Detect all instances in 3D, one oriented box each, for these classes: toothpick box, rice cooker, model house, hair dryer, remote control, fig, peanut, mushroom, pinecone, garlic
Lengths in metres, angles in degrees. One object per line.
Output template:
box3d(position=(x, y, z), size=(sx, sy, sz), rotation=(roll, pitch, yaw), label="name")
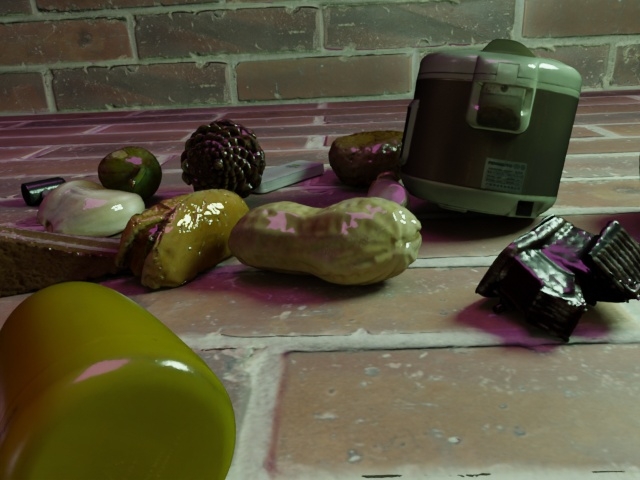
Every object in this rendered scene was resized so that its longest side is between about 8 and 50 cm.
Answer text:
box3d(position=(-0.205, 0.136, 0.514), size=(0.174, 0.175, 0.271), rotation=(-15, 21, -29), label="toothpick box")
box3d(position=(0.327, -0.226, 1.122), size=(0.334, 0.326, 0.335), rotation=(8, 12, -2), label="rice cooker")
box3d(position=(0.335, 0.055, 0.769), size=(0.203, 0.141, 0.164), rotation=(-33, 53, -17), label="model house")
box3d(position=(-0.645, -0.102, 1.389), size=(0.100, 0.057, 0.197), rotation=(-21, 36, -40), label="hair dryer")
box3d(position=(-0.102, -0.174, 1.514), size=(0.103, 0.034, 0.250), rotation=(14, 27, 37), label="remote control")
box3d(position=(-0.434, -0.155, 1.324), size=(0.149, 0.149, 0.245), rotation=(-12, 12, -24), label="fig")
box3d(position=(0.000, 0.000, 0.903), size=(0.313, 0.149, 0.149), rotation=(5, 22, 21), label="peanut")
box3d(position=(0.134, -0.080, 1.146), size=(0.088, 0.097, 0.212), rotation=(-7, 18, 6), label="mushroom")
box3d(position=(-0.223, -0.181, 1.340), size=(0.207, 0.208, 0.208), rotation=(-2, 21, 1), label="pinecone")
box3d(position=(-0.486, -0.070, 1.192), size=(0.217, 0.110, 0.228), rotation=(3, 21, 7), label="garlic")

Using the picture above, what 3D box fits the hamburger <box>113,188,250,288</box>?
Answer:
box3d(position=(-0.215, -0.020, 0.982), size=(0.124, 0.131, 0.262), rotation=(29, 32, 20), label="hamburger")

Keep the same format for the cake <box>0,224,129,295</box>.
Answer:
box3d(position=(-0.452, 0.020, 0.961), size=(0.295, 0.113, 0.116), rotation=(-4, 22, -20), label="cake")

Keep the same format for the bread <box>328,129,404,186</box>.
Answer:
box3d(position=(0.130, -0.207, 1.451), size=(0.229, 0.123, 0.230), rotation=(-7, 23, 3), label="bread")
